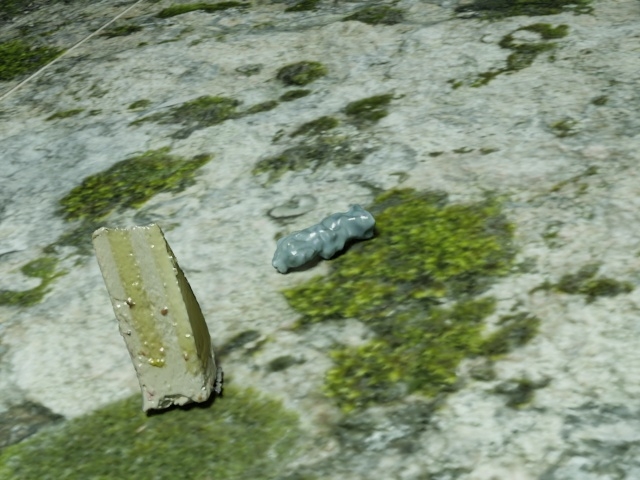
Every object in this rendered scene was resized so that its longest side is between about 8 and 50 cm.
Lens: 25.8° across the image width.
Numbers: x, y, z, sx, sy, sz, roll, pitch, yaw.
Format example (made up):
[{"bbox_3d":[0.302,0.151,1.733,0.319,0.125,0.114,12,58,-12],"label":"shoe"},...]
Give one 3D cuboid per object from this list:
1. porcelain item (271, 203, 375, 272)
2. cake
[{"bbox_3d":[0.000,0.000,1.030,0.083,0.028,0.036,-24,11,-21],"label":"porcelain item"},{"bbox_3d":[-0.102,0.046,0.869,0.052,0.121,0.065,-13,32,9],"label":"cake"}]
